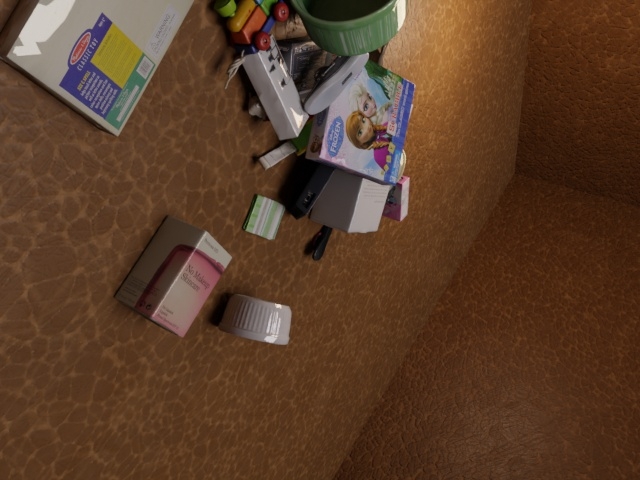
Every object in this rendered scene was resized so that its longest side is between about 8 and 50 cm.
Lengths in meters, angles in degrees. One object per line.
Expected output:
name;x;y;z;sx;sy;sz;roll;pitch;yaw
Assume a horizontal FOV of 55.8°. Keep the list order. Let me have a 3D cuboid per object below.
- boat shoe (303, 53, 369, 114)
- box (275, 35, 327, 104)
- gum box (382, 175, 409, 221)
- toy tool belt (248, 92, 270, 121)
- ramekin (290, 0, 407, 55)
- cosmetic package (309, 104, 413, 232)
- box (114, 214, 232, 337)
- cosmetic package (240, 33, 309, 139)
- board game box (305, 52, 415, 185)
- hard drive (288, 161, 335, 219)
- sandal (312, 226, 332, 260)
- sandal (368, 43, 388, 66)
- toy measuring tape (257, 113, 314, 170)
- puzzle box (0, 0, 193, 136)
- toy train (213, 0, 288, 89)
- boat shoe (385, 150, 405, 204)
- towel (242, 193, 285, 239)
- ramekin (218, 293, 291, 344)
boat shoe;0.026;-0.428;1.577;0.228;0.076;0.080;-48;161;-4
box;-0.039;-0.464;1.666;0.231;0.056;0.183;-32;136;-49
gum box;0.288;-0.180;2.395;0.062;0.107;0.188;-43;143;-41
toy tool belt;-0.153;-0.344;1.546;0.083;0.052;0.051;22;51;-57
ramekin;0.079;-0.617;1.525;0.303;0.303;0.148;-62;159;-14
cosmetic package;0.137;-0.262;2.007;0.230;0.161;0.453;-3;111;-60
box;-0.340;0.085;1.423;0.232;0.127;0.148;-60;151;-16
cosmetic package;-0.109;-0.378;1.506;0.239;0.060;0.099;63;37;-36
board game box;0.123;-0.348;1.736;0.318;0.066;0.319;13;87;-41
hard drive;-0.009;-0.186;1.824;0.255;0.054;0.172;-59;-171;-10
sandal;0.000;0.000;2.085;0.067;0.040;0.179;86;21;-48
sandal;0.167;-0.629;1.921;0.060;0.090;0.219;-9;126;-35
toy measuring tape;-0.043;-0.293;1.705;0.330;0.121;0.121;-39;140;-45
puzzle box;-0.374;-0.428;1.092;0.409;0.052;0.272;-64;153;-9
toy train;-0.187;-0.481;1.351;0.248;0.105;0.143;-61;141;-15
boat shoe;0.213;-0.197;2.253;0.113;0.127;0.340;121;-10;-73
towel;-0.164;-0.068;1.757;0.152;0.023;0.113;21;88;-60
ramekin;-0.180;0.222;1.735;0.207;0.207;0.109;24;78;-63
